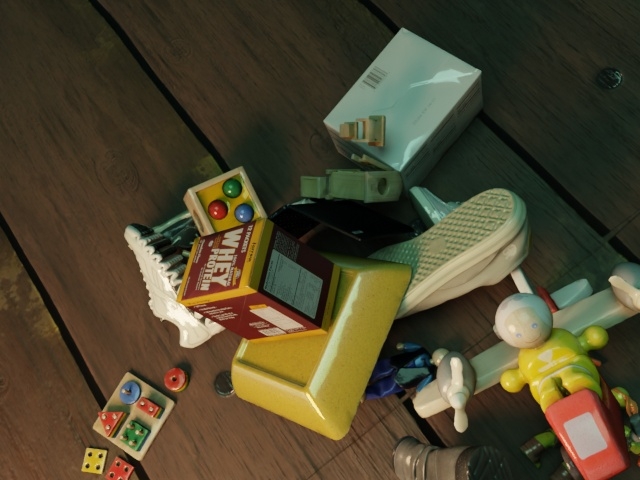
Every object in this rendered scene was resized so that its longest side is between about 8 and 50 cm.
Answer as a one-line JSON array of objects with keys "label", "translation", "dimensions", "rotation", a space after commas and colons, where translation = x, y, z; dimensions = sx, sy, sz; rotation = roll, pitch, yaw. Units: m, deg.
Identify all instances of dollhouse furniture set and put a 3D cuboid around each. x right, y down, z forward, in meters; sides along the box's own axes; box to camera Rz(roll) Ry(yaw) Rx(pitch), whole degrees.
[{"label": "dollhouse furniture set", "translation": [0.060, -0.161, 1.451], "dimensions": [0.181, 0.101, 0.161], "rotation": [9, 101, 45]}]

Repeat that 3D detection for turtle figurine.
[{"label": "turtle figurine", "translation": [0.464, 0.327, 1.269], "dimensions": [0.217, 0.087, 0.269], "rotation": [-44, 65, -4]}]

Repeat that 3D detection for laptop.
[{"label": "laptop", "translation": [0.000, 0.000, 1.410], "dimensions": [0.264, 0.234, 0.137], "rotation": [-35, 76, 28]}]

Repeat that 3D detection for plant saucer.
[{"label": "plant saucer", "translation": [-0.026, 0.160, 1.384], "dimensions": [0.332, 0.081, 0.333], "rotation": [8, 69, 50]}]

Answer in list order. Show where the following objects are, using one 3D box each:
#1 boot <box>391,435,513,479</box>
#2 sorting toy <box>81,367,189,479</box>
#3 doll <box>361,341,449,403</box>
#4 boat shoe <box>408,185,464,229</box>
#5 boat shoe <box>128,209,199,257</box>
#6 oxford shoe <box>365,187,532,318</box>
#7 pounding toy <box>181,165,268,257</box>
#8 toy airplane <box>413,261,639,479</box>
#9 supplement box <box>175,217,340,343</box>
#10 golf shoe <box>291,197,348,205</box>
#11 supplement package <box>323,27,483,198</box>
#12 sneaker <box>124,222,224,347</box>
[{"label": "boot", "translation": [0.240, 0.487, 1.228], "dimensions": [0.118, 0.222, 0.338], "rotation": [-8, 84, -32]}, {"label": "sorting toy", "translation": [-0.389, 0.360, 1.510], "dimensions": [0.132, 0.046, 0.275], "rotation": [26, 79, 23]}, {"label": "doll", "translation": [0.158, 0.250, 1.403], "dimensions": [0.188, 0.046, 0.129], "rotation": [-20, 56, 0]}, {"label": "boat shoe", "translation": [0.267, -0.031, 1.471], "dimensions": [0.081, 0.079, 0.227], "rotation": [-37, 71, -8]}, {"label": "boat shoe", "translation": [-0.298, -0.020, 1.626], "dimensions": [0.233, 0.084, 0.079], "rotation": [-31, 100, -5]}, {"label": "oxford shoe", "translation": [0.200, 0.066, 1.382], "dimensions": [0.449, 0.130, 0.169], "rotation": [-32, 40, 26]}, {"label": "pounding toy", "translation": [-0.202, -0.020, 1.541], "dimensions": [0.181, 0.094, 0.206], "rotation": [-26, 88, -20]}, {"label": "toy airplane", "translation": [0.367, 0.160, 1.208], "dimensions": [0.384, 0.272, 0.386], "rotation": [8, 59, 51]}, {"label": "supplement box", "translation": [-0.107, 0.077, 1.306], "dimensions": [0.191, 0.194, 0.129], "rotation": [-14, 53, 41]}, {"label": "golf shoe", "translation": [-0.028, -0.070, 1.555], "dimensions": [0.176, 0.086, 0.069], "rotation": [-25, 67, 6]}, {"label": "supplement package", "translation": [0.175, -0.261, 1.539], "dimensions": [0.204, 0.145, 0.262], "rotation": [37, 82, 23]}, {"label": "sneaker", "translation": [-0.316, 0.092, 1.531], "dimensions": [0.118, 0.110, 0.292], "rotation": [-40, 85, 13]}]
